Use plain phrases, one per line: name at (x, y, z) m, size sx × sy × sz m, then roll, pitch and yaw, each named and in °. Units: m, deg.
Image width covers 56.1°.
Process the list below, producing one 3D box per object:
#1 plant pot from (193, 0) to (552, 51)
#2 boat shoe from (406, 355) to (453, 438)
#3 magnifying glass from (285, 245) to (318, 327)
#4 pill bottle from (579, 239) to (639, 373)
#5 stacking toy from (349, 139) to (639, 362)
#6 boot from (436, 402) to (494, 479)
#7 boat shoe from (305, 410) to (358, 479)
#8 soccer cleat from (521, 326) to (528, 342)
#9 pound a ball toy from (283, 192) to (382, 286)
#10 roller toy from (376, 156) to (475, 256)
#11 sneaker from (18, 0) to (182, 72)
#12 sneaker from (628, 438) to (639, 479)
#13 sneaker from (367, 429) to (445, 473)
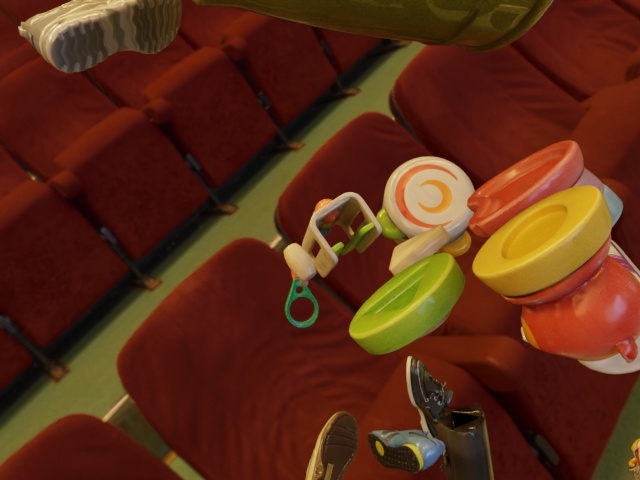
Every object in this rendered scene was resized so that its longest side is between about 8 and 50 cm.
plant pot at (0.024, -0.381, 0.638) m, size 0.353 × 0.366 × 0.366 m, roll -9°, pitch 19°, yaw -16°
boat shoe at (0.340, 0.470, 1.783) m, size 0.113 × 0.339 × 0.127 m, roll -7°, pitch 30°, yaw 24°
magnifying glass at (-0.060, 0.127, 1.654) m, size 0.092 × 0.230 × 0.026 m, roll -9°, pitch 9°, yaw -12°
pill bottle at (0.492, 0.087, 1.093) m, size 0.169 × 0.169 × 0.301 m, roll -27°, pitch 22°, yaw 16°
stacking toy at (0.191, 0.041, 0.632) m, size 0.280 × 0.130 × 0.309 m, roll -35°, pitch 8°, yaw 30°
boot at (0.349, 0.608, 1.282) m, size 0.146 × 0.444 × 0.367 m, roll -3°, pitch 0°, yaw -2°
boat shoe at (0.005, 0.367, 0.976) m, size 0.072 × 0.068 × 0.190 m, roll -49°, pitch 9°, yaw 46°
soccer cleat at (0.708, 0.220, 1.701) m, size 0.331 × 0.143 × 0.116 m, roll 125°, pitch 150°, yaw -47°
pound a ball toy at (0.000, 0.000, 1.327) m, size 0.208 × 0.135 × 0.319 m, roll -33°, pitch -6°, yaw -10°
roller toy at (0.233, -0.072, 1.306) m, size 0.210 × 0.146 × 0.191 m, roll 11°, pitch 73°, yaw 6°
sneaker at (-0.336, -0.355, 0.950) m, size 0.115 × 0.105 × 0.281 m, roll 31°, pitch 39°, yaw 19°
sneaker at (0.761, 0.536, 1.372) m, size 0.088 × 0.225 × 0.093 m, roll -29°, pitch 30°, yaw -23°
sneaker at (0.172, 0.418, 1.218) m, size 0.082 × 0.069 × 0.209 m, roll -18°, pitch -1°, yaw -28°
